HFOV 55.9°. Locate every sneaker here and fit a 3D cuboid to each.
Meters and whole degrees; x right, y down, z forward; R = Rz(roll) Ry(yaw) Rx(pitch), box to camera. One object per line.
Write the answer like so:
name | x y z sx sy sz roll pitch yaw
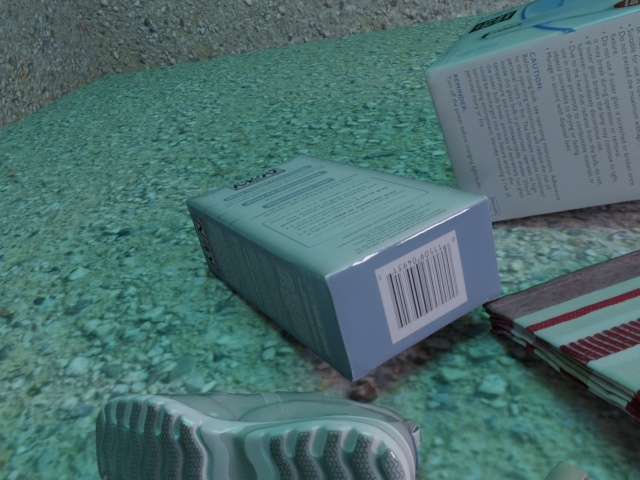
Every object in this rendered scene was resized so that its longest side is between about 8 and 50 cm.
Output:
sneaker | -0.054 0.170 0.474 0.281 0.105 0.115 -1 -1 25

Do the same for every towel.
towel | 0.311 0.074 0.471 0.237 0.037 0.329 -17 15 -10

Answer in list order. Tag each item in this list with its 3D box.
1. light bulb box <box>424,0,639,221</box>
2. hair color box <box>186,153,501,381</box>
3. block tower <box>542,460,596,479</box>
light bulb box | 0.384 -0.217 0.816 0.360 0.225 0.358 -9 24 32
hair color box | 0.000 0.000 0.694 0.185 0.114 0.374 -25 25 -22
block tower | 0.227 0.223 0.228 0.091 0.097 0.335 -30 30 -32
